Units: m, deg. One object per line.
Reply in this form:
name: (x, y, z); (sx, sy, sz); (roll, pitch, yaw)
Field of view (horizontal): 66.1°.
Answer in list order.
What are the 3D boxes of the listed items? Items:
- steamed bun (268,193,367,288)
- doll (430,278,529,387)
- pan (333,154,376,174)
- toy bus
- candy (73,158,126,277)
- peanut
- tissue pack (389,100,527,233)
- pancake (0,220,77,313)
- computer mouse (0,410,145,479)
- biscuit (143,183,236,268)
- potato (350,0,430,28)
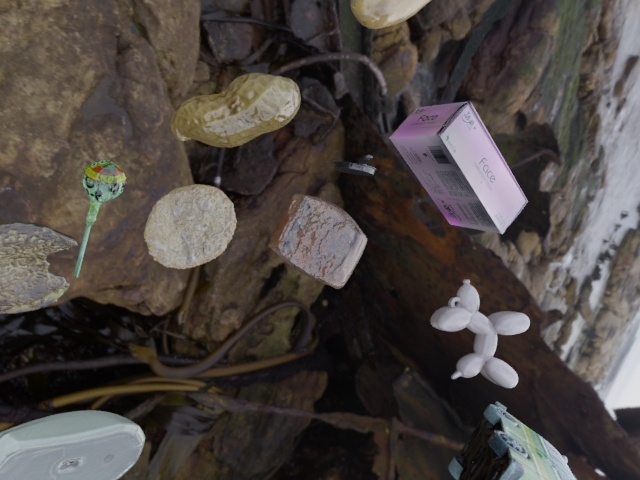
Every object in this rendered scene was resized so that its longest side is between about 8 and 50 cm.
steamed bun: (0.000, 0.000, 0.924); (0.175, 0.106, 0.145); (30, 93, -13)
doll: (0.255, 0.150, 0.798); (0.159, 0.059, 0.161); (14, 85, -14)
pan: (0.113, -0.223, 1.479); (0.235, 0.136, 0.028); (175, -77, -82)
toy bus: (0.282, 0.352, 0.698); (0.134, 0.164, 0.276); (-59, 166, 7)
candy: (-0.531, -0.044, 1.153); (0.091, 0.083, 0.306); (9, 112, -37)
peanut: (-0.147, -0.227, 0.871); (0.232, 0.197, 0.110); (-23, 104, 3)
tissue pack: (0.259, -0.135, 0.929); (0.092, 0.148, 0.246); (-49, 118, -13)
pancake: (-0.658, 0.063, 1.065); (0.286, 0.033, 0.288); (-28, 147, -2)
computer mouse: (-0.287, 0.230, 0.535); (0.181, 0.056, 0.089); (10, 104, -46)
biscuit: (-0.289, -0.028, 1.109); (0.219, 0.033, 0.220); (-22, 129, -29)
potato: (0.136, -0.452, 0.824); (0.235, 0.128, 0.161); (-59, 149, 4)
